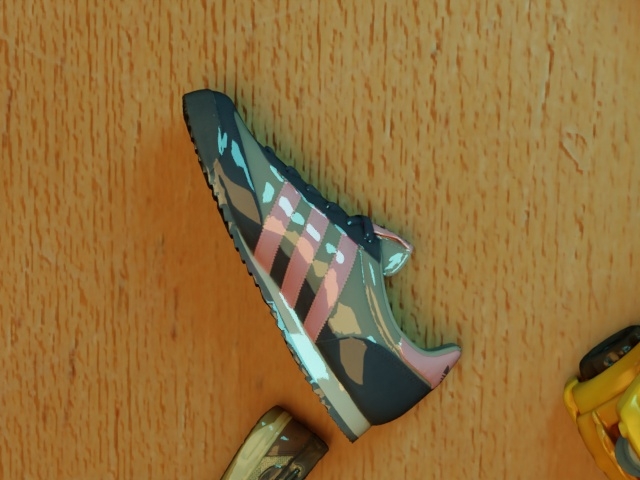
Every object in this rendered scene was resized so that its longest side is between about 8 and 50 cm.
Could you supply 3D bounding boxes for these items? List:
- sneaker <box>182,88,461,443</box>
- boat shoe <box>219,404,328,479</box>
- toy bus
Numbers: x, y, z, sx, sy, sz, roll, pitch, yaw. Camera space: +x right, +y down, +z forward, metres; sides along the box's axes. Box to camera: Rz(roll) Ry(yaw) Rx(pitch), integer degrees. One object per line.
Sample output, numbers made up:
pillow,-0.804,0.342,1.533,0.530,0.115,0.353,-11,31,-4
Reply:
sneaker,0.000,0.000,1.431,0.131,0.112,0.319,-28,94,1
boat shoe,-0.067,0.252,1.493,0.073,0.080,0.224,30,102,13
toy bus,0.291,0.130,1.307,0.220,0.211,0.149,-34,91,19
